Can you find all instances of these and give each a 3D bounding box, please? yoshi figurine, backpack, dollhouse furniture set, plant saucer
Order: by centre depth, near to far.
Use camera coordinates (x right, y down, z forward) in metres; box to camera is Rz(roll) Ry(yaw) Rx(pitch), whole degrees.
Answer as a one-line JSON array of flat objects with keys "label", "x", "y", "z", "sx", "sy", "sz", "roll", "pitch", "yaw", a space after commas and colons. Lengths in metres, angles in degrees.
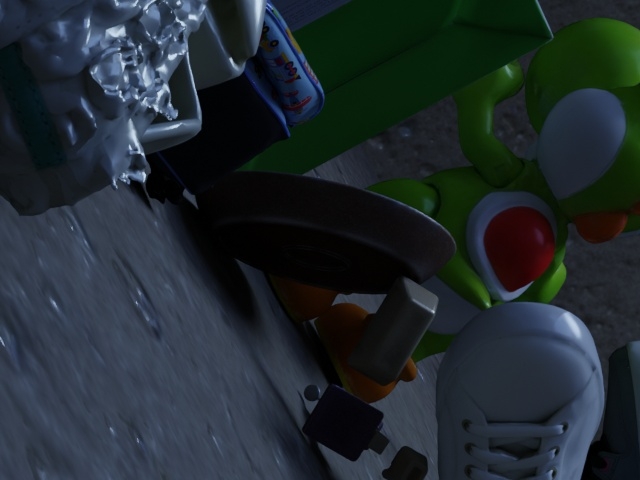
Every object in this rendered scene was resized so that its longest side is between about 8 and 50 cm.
[{"label": "backpack", "x": -0.092, "y": -0.132, "z": 1.080, "sx": 0.173, "sy": 0.117, "sz": 0.158, "roll": 62, "pitch": 4, "yaw": 36}, {"label": "plant saucer", "x": 0.000, "y": 0.000, "z": 1.215, "sx": 0.168, "sy": 0.168, "sz": 0.029, "roll": 51, "pitch": 49, "yaw": -64}, {"label": "dollhouse furniture set", "x": 0.042, "y": 0.083, "z": 1.224, "sx": 0.091, "sy": 0.114, "sz": 0.081, "roll": 31, "pitch": 0, "yaw": -21}, {"label": "yoshi figurine", "x": 0.136, "y": -0.044, "z": 1.450, "sx": 0.203, "sy": 0.362, "sz": 0.203, "roll": 62, "pitch": 6, "yaw": 15}]

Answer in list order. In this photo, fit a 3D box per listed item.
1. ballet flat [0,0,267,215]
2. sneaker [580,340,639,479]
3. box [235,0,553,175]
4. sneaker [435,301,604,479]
[{"label": "ballet flat", "x": -0.087, "y": -0.110, "z": 0.846, "sx": 0.147, "sy": 0.147, "sz": 0.409, "roll": 60, "pitch": 18, "yaw": -13}, {"label": "sneaker", "x": 0.191, "y": 0.227, "z": 1.554, "sx": 0.124, "sy": 0.178, "sz": 0.296, "roll": 27, "pitch": 64, "yaw": -81}, {"label": "box", "x": -0.007, "y": -0.188, "z": 1.384, "sx": 0.127, "sy": 0.262, "sz": 0.231, "roll": 58, "pitch": 5, "yaw": -44}, {"label": "sneaker", "x": 0.123, "y": 0.164, "z": 1.215, "sx": 0.290, "sy": 0.105, "sz": 0.123, "roll": 93, "pitch": -3, "yaw": -46}]
